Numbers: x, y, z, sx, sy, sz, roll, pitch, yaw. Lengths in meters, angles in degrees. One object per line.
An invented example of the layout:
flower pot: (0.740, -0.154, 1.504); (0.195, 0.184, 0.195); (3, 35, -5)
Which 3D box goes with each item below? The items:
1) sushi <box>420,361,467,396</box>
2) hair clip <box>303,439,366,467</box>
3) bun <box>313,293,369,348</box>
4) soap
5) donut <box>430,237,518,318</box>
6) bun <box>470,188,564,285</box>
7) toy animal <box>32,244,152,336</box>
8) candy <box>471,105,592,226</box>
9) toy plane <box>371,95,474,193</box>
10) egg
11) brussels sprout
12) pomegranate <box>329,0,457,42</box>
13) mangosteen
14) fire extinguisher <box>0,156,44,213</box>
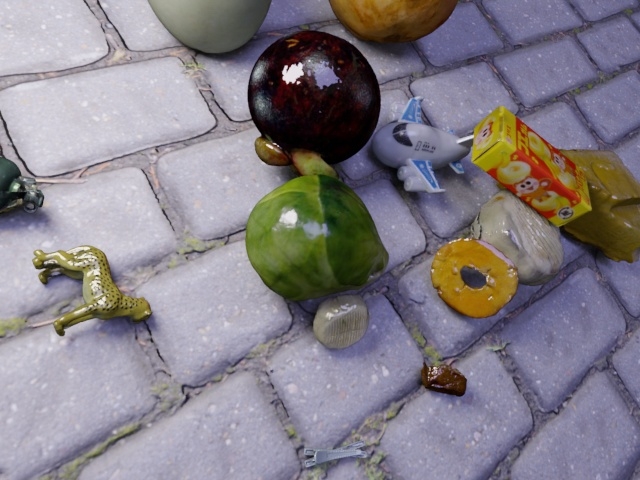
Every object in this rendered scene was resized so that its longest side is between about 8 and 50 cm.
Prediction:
sushi: (0.249, 0.278, 0.819); (0.120, 0.052, 0.055); (18, 64, -14)
hair clip: (0.031, 0.374, 0.710); (0.115, 0.039, 0.030); (2, 75, -23)
bun: (0.037, 0.149, 0.772); (0.115, 0.115, 0.069); (-11, 29, -20)
soap: (0.671, -0.083, 1.057); (0.339, 0.169, 0.304); (-4, 62, -22)
donut: (0.330, 0.075, 0.883); (0.178, 0.162, 0.065); (49, 20, 9)
bun: (0.457, -0.001, 0.958); (0.239, 0.141, 0.239); (14, 58, -24)
toy animal: (-0.375, 0.068, 0.665); (0.136, 0.073, 0.181); (-19, 65, -34)
candy: (0.474, -0.165, 0.915); (0.276, 0.088, 0.146); (31, 51, -14)
toy plane: (0.249, -0.229, 0.980); (0.267, 0.122, 0.266); (6, 68, -16)
egg: (-0.226, -0.571, 0.817); (0.279, 0.336, 0.278); (7, 62, -14)
brussels sprout: (0.000, 0.000, 0.752); (0.271, 0.210, 0.219); (29, 35, -32)
pomegranate: (0.182, -0.669, 1.007); (0.338, 0.338, 0.338); (7, 68, -18)
mangosteen: (-0.017, -0.262, 0.816); (0.288, 0.288, 0.287); (7, 68, -18)
fire extinguisher: (-0.583, -0.102, 0.622); (0.311, 0.114, 0.095); (14, 95, -17)
